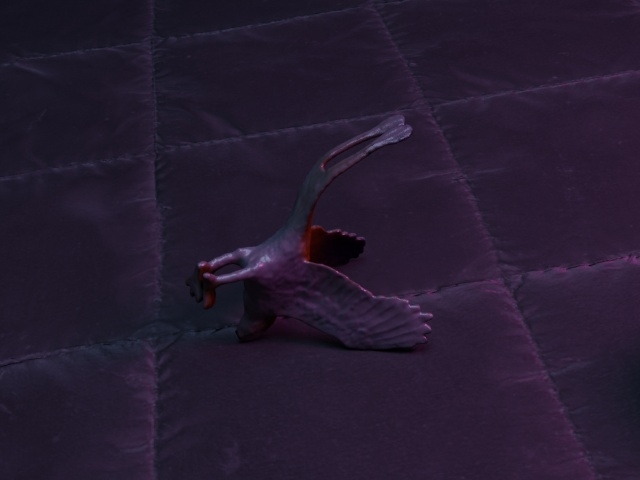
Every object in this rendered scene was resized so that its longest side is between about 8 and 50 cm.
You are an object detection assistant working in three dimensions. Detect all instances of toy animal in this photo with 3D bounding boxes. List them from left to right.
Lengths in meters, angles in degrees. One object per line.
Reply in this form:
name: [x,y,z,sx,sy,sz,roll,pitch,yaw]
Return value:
toy animal: [-0.022,0.008,1.216,0.301,0.284,0.225,-15,40,-12]
